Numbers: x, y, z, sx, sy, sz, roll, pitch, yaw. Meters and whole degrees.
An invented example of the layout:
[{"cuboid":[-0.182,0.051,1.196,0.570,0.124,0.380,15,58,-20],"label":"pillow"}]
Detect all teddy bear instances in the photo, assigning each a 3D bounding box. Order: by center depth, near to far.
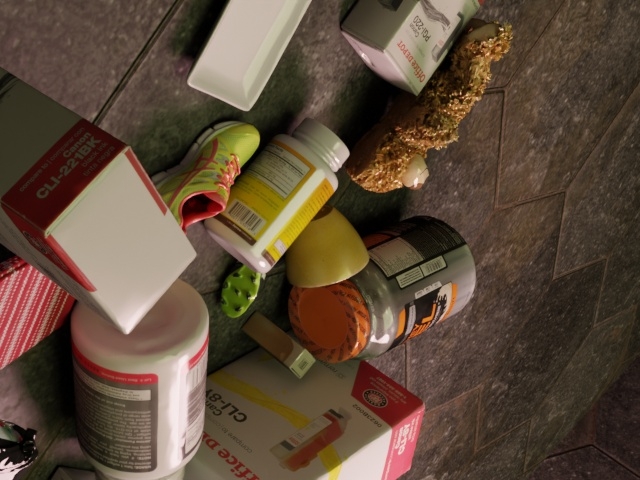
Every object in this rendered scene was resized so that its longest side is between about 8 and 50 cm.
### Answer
[{"cuboid":[0.182,-0.205,1.682,0.113,0.245,0.338,35,82,-20],"label":"teddy bear"}]

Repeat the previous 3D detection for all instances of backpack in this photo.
[{"cuboid":[-0.444,0.268,1.298,0.152,0.115,0.182,-64,151,-9],"label":"backpack"}]

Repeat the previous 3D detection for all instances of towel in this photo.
[{"cuboid":[-0.351,0.079,1.231,0.199,0.031,0.275,-61,169,31],"label":"towel"}]

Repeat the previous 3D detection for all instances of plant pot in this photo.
[{"cuboid":[0.000,0.000,1.693,0.134,0.134,0.095,-33,118,-35],"label":"plant pot"}]

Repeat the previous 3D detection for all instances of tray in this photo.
[{"cuboid":[-0.072,-0.301,1.365,0.270,0.030,0.145,-60,151,7],"label":"tray"}]

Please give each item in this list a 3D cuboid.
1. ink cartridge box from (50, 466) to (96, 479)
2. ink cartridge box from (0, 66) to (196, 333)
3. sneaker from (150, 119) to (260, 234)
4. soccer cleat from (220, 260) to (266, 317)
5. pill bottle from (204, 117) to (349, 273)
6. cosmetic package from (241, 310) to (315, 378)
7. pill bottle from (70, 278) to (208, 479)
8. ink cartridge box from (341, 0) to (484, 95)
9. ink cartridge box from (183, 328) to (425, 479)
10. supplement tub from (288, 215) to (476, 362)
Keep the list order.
[{"cuboid":[-0.374,0.455,1.608,0.219,0.092,0.160,-57,150,1],"label":"ink cartridge box"},{"cuboid":[-0.278,-0.055,1.062,0.114,0.273,0.197,-50,151,-17],"label":"ink cartridge box"},{"cuboid":[-0.144,-0.074,1.420,0.208,0.094,0.081,-44,147,-23],"label":"sneaker"},{"cuboid":[-0.097,0.036,1.640,0.072,0.060,0.179,-18,134,-65],"label":"soccer cleat"},{"cuboid":[-0.057,-0.067,1.532,0.215,0.117,0.117,-50,150,-9],"label":"pill bottle"},{"cuboid":[-0.068,0.168,1.752,0.041,0.115,0.060,-50,149,-9],"label":"cosmetic package"},{"cuboid":[-0.244,0.211,1.473,0.176,0.176,0.318,-30,142,-38],"label":"pill bottle"},{"cuboid":[0.145,-0.344,1.583,0.218,0.092,0.158,-53,151,0],"label":"ink cartridge box"},{"cuboid":[-0.063,0.325,1.747,0.385,0.279,0.160,-26,138,-42],"label":"ink cartridge box"},{"cuboid":[0.104,0.084,1.845,0.316,0.193,0.193,-22,136,-44],"label":"supplement tub"}]
